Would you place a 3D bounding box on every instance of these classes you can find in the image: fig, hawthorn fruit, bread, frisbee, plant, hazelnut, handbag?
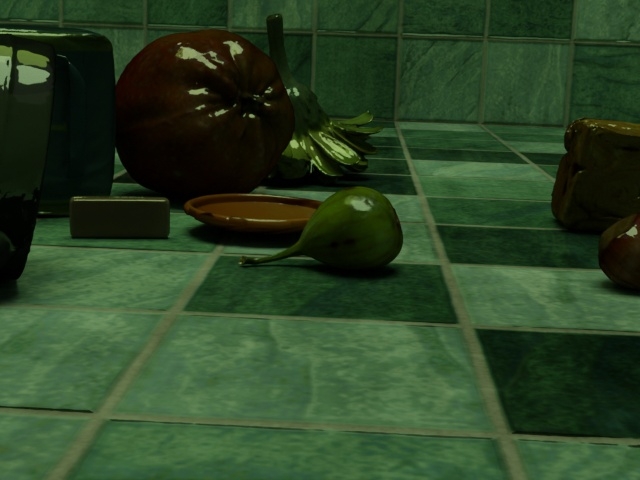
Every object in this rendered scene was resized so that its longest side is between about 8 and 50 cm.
[{"bbox_3d":[0.003,-0.014,1.083,0.166,0.093,0.093,4,11,13],"label":"fig"},{"bbox_3d":[-0.174,-0.172,1.497,0.262,0.258,0.258,-34,-8,29],"label":"hawthorn fruit"},{"bbox_3d":[0.393,-0.085,1.374,0.158,0.149,0.143,3,14,5],"label":"bread"},{"bbox_3d":[-0.070,-0.027,1.267,0.192,0.035,0.192,2,12,-1],"label":"frisbee"},{"bbox_3d":[-0.078,-0.199,1.782,0.306,0.297,0.261,-31,0,-42],"label":"plant"},{"bbox_3d":[0.318,0.014,1.045,0.086,0.086,0.086,2,11,0],"label":"hazelnut"},{"bbox_3d":[-0.399,-0.159,1.362,0.263,0.241,0.222,-5,13,-24],"label":"handbag"}]

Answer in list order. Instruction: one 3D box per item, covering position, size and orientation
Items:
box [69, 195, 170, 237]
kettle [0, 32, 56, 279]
[{"bbox_3d":[-0.232,-0.027,1.209,0.115,0.048,0.025,0,15,-7],"label":"box"},{"bbox_3d":[-0.414,-0.063,0.903,0.324,0.228,0.321,9,49,-21],"label":"kettle"}]
